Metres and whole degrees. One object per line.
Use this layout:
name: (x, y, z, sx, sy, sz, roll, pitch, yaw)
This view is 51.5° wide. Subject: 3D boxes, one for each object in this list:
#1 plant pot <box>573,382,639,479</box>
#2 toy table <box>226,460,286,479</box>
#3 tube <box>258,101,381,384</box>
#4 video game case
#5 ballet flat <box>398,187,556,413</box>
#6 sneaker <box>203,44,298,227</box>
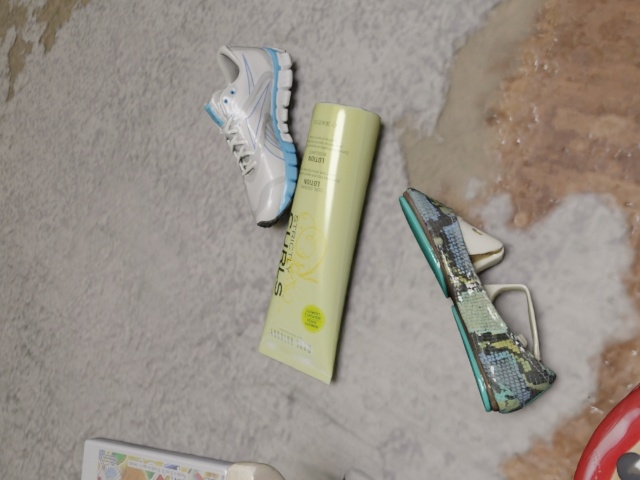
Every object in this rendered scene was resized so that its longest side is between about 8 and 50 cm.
plant pot: (0.225, 0.146, 0.330, 0.191, 0.174, 0.191, -7, 79, 37)
toy table: (-0.001, 0.284, 0.477, 0.274, 0.161, 0.252, -23, 68, 32)
tube: (0.000, 0.000, 0.594, 0.070, 0.062, 0.240, -136, 58, -81)
video game case: (-0.177, 0.321, 0.680, 0.227, 0.026, 0.206, -4, 79, 35)
ballet flat: (0.120, 0.035, 0.504, 0.070, 0.070, 0.188, -31, 66, 28)
sneaker: (-0.073, -0.104, 0.641, 0.071, 0.083, 0.191, -30, 61, 53)
